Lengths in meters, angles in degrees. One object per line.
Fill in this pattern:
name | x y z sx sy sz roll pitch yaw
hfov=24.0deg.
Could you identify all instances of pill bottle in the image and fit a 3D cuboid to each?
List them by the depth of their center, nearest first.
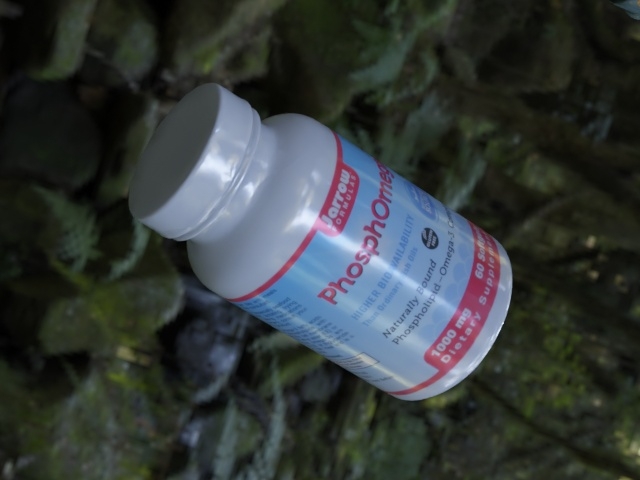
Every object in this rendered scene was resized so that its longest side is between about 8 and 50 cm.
pill bottle | 0.000 0.000 0.656 0.087 0.160 0.087 -40 -148 32

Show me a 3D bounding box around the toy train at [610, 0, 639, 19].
toy train | 0.339 -0.222 1.150 0.190 0.334 0.142 -58 -154 32
